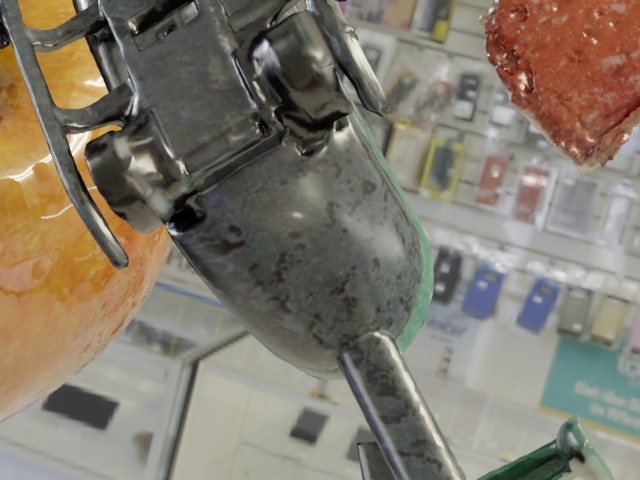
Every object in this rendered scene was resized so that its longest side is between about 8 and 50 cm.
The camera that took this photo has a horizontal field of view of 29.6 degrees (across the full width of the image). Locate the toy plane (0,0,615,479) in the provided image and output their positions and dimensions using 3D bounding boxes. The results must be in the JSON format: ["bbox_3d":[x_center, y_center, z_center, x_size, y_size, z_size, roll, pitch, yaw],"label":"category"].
[{"bbox_3d":[0.000,0.000,0.404,0.382,0.106,0.155,62,9,30],"label":"toy plane"}]

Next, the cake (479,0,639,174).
[{"bbox_3d":[0.186,-0.145,0.672,0.117,0.220,0.086,46,3,11],"label":"cake"}]

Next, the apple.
[{"bbox_3d":[-0.229,-0.023,0.652,0.298,0.275,0.299,8,52,-10],"label":"apple"}]
